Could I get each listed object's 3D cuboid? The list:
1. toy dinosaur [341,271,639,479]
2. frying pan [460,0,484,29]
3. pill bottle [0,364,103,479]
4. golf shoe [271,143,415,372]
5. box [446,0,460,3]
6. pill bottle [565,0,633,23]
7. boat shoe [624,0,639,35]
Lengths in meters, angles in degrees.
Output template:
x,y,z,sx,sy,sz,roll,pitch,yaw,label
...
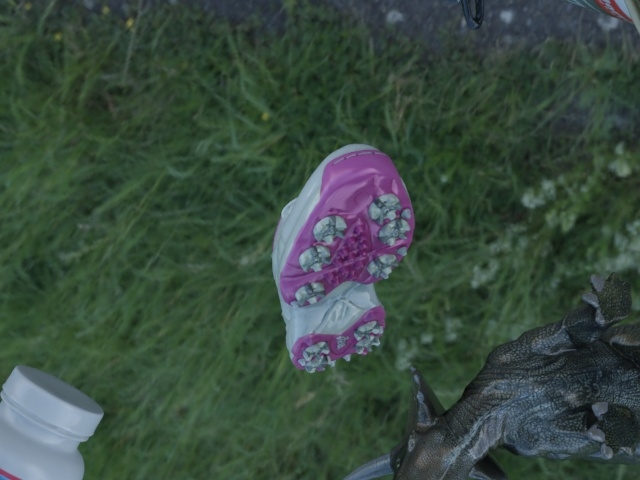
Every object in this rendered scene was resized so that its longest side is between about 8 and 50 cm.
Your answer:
x,y,z,sx,sy,sz,roll,pitch,yaw,label
0.170,0.097,0.586,0.314,0.121,0.160,-3,163,-27,toy dinosaur
0.158,-0.418,1.030,0.053,0.197,0.326,27,153,56,frying pan
-0.212,0.167,0.627,0.087,0.160,0.087,31,175,3,pill bottle
0.000,0.000,0.835,0.115,0.140,0.306,-14,150,-15,golf shoe
0.124,-0.438,1.315,0.184,0.045,0.190,20,127,29,box
0.269,-0.262,0.784,0.161,0.283,0.161,-7,115,-16,pill bottle
0.184,-0.231,0.539,0.105,0.089,0.285,-15,108,56,boat shoe
